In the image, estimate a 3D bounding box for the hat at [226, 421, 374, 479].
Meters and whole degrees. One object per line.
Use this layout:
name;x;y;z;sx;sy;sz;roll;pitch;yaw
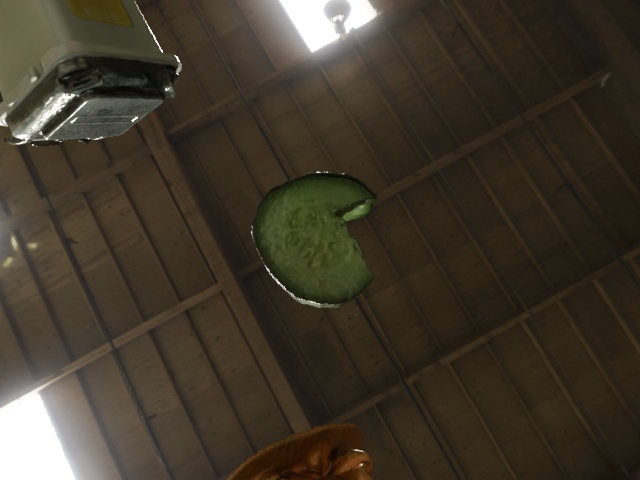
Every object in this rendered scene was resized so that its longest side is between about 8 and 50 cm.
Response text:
hat;0.026;0.368;0.489;0.233;0.244;0.233;-25;-142;-25

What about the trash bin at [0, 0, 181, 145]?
trash bin;-0.465;-0.372;0.790;0.296;0.256;0.368;-21;-86;33

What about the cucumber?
cucumber;-0.009;0.004;0.659;0.191;0.130;0.191;-1;-103;3
